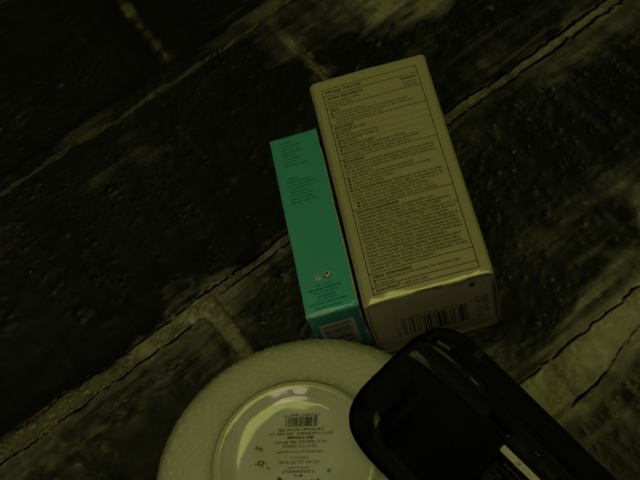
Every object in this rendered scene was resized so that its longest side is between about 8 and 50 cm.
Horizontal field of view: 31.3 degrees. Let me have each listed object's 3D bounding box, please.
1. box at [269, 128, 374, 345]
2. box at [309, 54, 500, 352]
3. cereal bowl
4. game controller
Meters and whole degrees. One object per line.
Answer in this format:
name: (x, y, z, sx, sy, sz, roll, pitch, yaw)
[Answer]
box: (0.000, 0.000, 1.301, 0.060, 0.100, 0.244, -16, 57, 5)
box: (0.093, -0.046, 1.294, 0.148, 0.121, 0.311, -14, 57, 5)
cereal bowl: (-0.013, 0.242, 1.135, 0.339, 0.141, 0.339, -6, 59, 10)
game controller: (0.176, 0.228, 1.072, 0.319, 0.067, 0.166, 44, 64, 9)
